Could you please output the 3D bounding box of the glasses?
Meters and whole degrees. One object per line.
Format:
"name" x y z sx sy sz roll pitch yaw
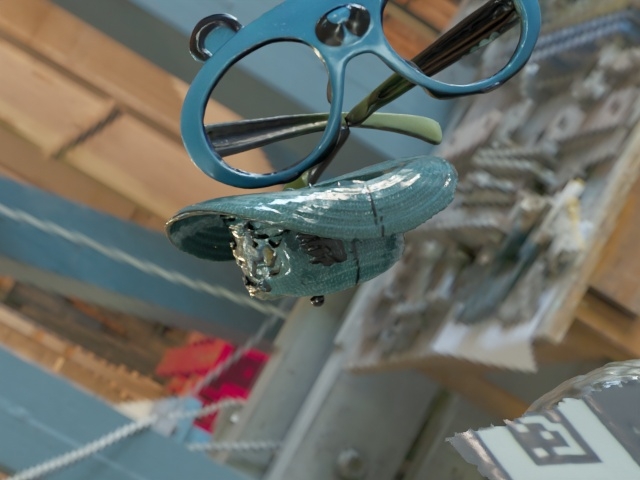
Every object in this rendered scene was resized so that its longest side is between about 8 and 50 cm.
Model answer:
"glasses" 0.036 -0.081 1.001 0.239 0.207 0.102 -26 55 -1

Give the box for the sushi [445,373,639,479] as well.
"sushi" 0.175 0.101 0.412 0.192 0.280 0.043 41 122 33

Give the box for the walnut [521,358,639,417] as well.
"walnut" 0.203 0.151 0.845 0.230 0.178 0.178 4 59 36

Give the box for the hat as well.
"hat" 0.000 0.000 0.919 0.138 0.191 0.077 -6 96 52
